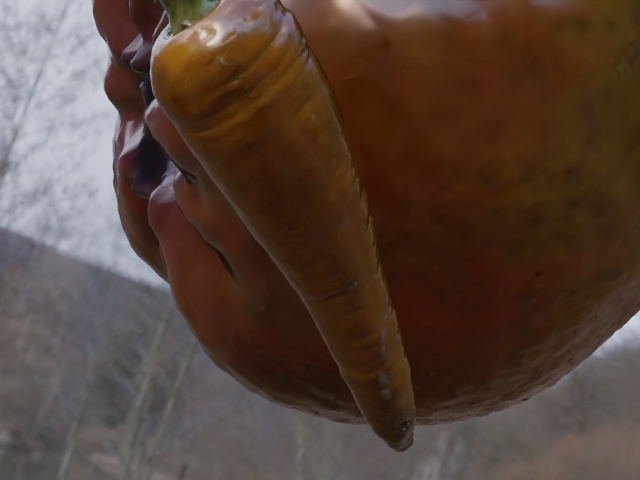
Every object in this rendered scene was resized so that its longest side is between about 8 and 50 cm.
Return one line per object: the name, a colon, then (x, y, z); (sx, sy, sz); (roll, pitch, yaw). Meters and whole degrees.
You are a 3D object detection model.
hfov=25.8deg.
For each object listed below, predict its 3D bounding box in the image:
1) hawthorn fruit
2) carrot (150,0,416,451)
hawthorn fruit: (0.077, -0.107, 0.905); (0.472, 0.472, 0.472); (18, -12, 4)
carrot: (0.000, 0.000, 0.562); (0.061, 0.061, 0.256); (8, -44, 43)
